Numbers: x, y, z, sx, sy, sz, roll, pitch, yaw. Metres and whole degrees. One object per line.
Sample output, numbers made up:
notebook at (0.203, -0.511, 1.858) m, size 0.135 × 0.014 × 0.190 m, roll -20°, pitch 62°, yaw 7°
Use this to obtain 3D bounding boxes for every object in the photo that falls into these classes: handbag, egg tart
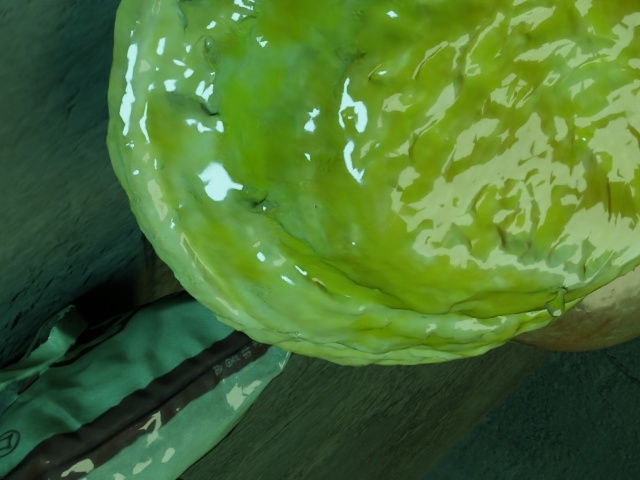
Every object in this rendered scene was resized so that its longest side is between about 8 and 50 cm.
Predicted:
handbag at (-0.128, 0.101, 0.763) m, size 0.235 × 0.127 × 0.213 m, roll -26°, pitch 179°, yaw -35°
egg tart at (0.070, -0.068, 0.597) m, size 0.319 × 0.128 × 0.319 m, roll -9°, pitch 114°, yaw -21°

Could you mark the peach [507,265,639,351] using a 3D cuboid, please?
peach at (0.128, -0.053, 0.835) m, size 0.252 × 0.252 × 0.252 m, roll -41°, pitch 163°, yaw -16°
